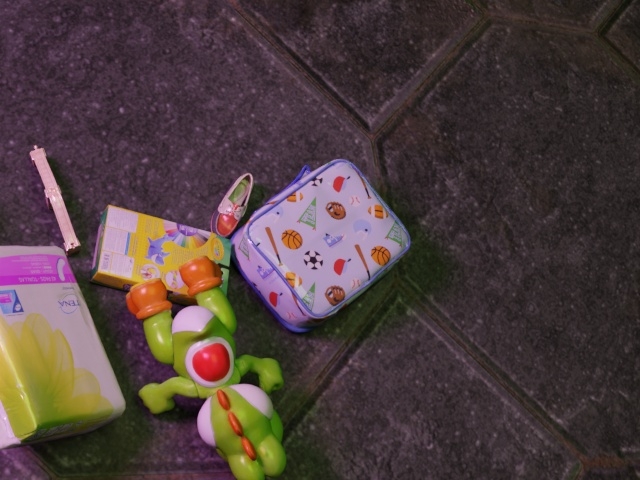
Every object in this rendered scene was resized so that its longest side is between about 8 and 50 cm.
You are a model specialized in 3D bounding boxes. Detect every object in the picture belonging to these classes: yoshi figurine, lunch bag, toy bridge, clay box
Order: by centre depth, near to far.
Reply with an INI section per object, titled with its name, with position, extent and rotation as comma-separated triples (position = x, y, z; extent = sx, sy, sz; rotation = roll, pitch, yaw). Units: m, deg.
[yoshi figurine]
position = -0.164, 0.221, 1.859
extent = 0.203, 0.203, 0.362
rotation = -8, 67, -55
[toy bridge]
position = -0.432, -0.071, 1.908
extent = 0.026, 0.063, 0.188
rotation = -20, 76, -15
[clay box]
position = -0.262, 0.032, 1.957
extent = 0.222, 0.053, 0.127
rotation = 17, 60, -22
[lunch bag]
position = 0.000, 0.000, 2.080
extent = 0.303, 0.115, 0.243
rotation = -37, 84, -35

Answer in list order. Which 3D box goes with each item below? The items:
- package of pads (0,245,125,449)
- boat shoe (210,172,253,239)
[package of pads]
position = -0.426, 0.150, 1.729
extent = 0.229, 0.101, 0.296
rotation = 3, 60, -64
[boat shoe]
position = -0.153, -0.059, 2.068
extent = 0.049, 0.043, 0.137
rotation = 31, 57, -14
